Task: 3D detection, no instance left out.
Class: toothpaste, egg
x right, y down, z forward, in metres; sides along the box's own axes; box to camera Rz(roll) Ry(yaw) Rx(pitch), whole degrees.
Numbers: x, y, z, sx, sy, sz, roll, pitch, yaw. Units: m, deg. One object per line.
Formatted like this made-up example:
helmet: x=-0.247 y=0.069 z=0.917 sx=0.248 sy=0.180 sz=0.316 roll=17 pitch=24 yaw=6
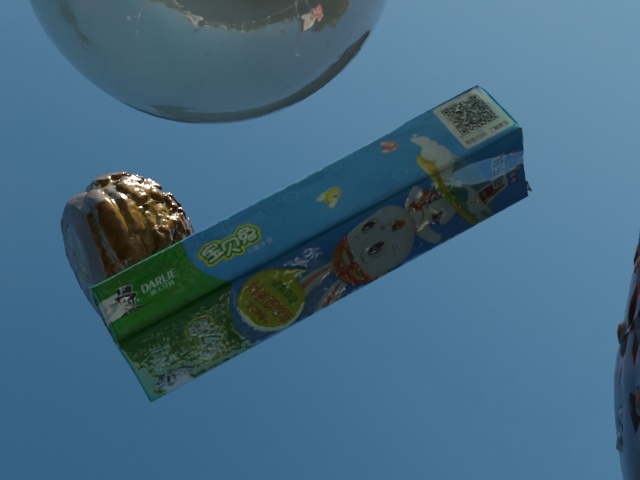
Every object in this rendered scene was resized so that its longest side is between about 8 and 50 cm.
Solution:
toothpaste: x=0.000 y=0.000 z=0.664 sx=0.266 sy=0.050 sz=0.065 roll=-28 pitch=-39 yaw=-10
egg: x=-0.044 y=-0.121 z=0.443 sx=0.151 sy=0.209 sz=0.151 roll=2 pitch=-77 yaw=7

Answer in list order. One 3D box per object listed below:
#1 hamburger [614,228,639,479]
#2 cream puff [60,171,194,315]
hamburger: x=0.163 y=-0.001 z=0.293 sx=0.146 sy=0.243 sz=0.286 roll=16 pitch=-148 yaw=-1
cream puff: x=-0.158 y=0.006 z=0.957 sx=0.103 sy=0.126 sz=0.144 roll=-19 pitch=-132 yaw=-27
